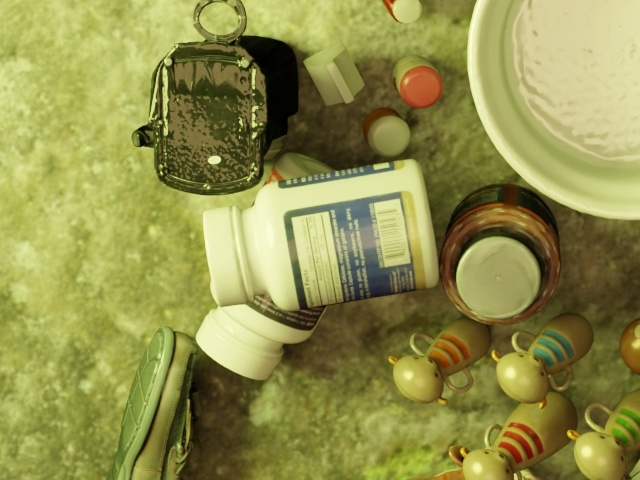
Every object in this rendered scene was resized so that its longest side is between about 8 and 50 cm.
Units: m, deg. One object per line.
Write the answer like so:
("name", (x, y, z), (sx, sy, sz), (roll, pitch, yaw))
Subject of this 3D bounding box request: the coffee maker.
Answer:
("coffee maker", (-0.075, -0.135, 1.440), (0.120, 0.178, 0.171), (24, 105, 1))

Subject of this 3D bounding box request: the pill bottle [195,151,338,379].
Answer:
("pill bottle", (-0.034, 0.026, 1.502), (0.108, 0.108, 0.193), (30, 102, 1))

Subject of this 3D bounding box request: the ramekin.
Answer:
("ramekin", (0.268, -0.165, 1.415), (0.277, 0.135, 0.277), (1, 101, 6))

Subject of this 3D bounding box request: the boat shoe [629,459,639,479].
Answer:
("boat shoe", (0.318, 0.192, 1.531), (0.100, 0.035, 0.035), (-46, 65, 16))

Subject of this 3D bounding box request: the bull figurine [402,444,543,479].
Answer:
("bull figurine", (0.061, 0.291, 1.520), (0.310, 0.188, 0.101), (-11, 134, 17))

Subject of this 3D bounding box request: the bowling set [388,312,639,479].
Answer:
("bowling set", (0.207, 0.141, 1.414), (0.287, 0.154, 0.200), (43, 130, 13))

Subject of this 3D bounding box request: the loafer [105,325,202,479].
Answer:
("loafer", (-0.153, 0.207, 1.571), (0.084, 0.096, 0.267), (14, 110, -16))

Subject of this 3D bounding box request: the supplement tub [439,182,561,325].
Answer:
("supplement tub", (0.157, 0.013, 1.430), (0.106, 0.198, 0.106), (1, 100, 8))

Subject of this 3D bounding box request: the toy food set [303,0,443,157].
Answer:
("toy food set", (0.037, -0.176, 1.435), (0.111, 0.104, 0.232), (-27, 109, 2))

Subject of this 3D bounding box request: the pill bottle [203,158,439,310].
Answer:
("pill bottle", (0.000, 0.000, 1.381), (0.186, 0.112, 0.112), (-9, 99, 1))
